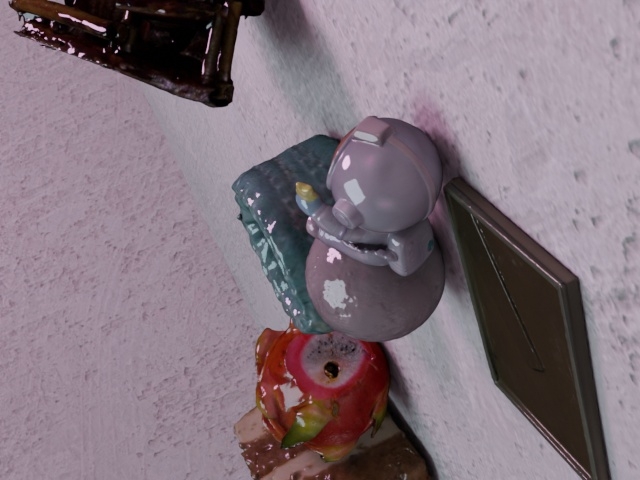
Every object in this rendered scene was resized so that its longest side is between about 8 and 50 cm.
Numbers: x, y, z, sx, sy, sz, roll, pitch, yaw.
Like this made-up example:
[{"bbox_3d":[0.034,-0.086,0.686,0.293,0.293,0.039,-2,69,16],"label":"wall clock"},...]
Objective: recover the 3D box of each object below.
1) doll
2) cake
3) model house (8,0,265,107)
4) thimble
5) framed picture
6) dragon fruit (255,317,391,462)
[{"bbox_3d":[0.056,-0.012,1.071,0.151,0.151,0.287,59,163,28],"label":"doll"},{"bbox_3d":[0.035,0.400,1.843,0.290,0.256,0.282,-122,9,-52],"label":"cake"},{"bbox_3d":[-0.200,-0.329,1.293,0.317,0.297,0.282,-139,69,-77],"label":"model house"},{"bbox_3d":[0.000,0.000,1.345,0.235,0.143,0.198,60,169,13],"label":"thimble"},{"bbox_3d":[0.180,0.087,0.987,0.189,0.023,0.260,50,162,53],"label":"framed picture"},{"bbox_3d":[-0.001,0.217,1.677,0.224,0.224,0.227,58,159,31],"label":"dragon fruit"}]
